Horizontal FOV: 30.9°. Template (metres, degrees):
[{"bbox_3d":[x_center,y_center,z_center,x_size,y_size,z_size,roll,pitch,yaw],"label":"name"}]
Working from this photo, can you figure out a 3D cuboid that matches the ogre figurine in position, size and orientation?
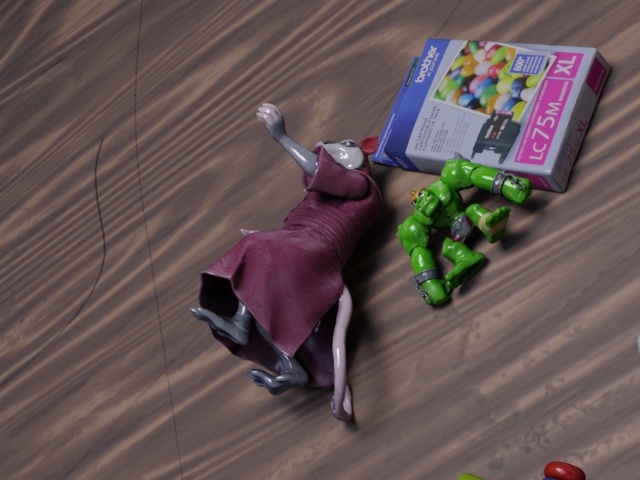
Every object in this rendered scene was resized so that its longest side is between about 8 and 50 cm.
[{"bbox_3d":[0.170,-0.023,1.477,0.118,0.097,0.197,45,128,30],"label":"ogre figurine"}]

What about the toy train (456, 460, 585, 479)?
[{"bbox_3d":[0.195,0.272,1.195,0.143,0.248,0.105,4,69,42],"label":"toy train"}]

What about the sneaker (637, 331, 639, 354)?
[{"bbox_3d":[0.424,0.161,1.192,0.094,0.091,0.258,-15,22,-22],"label":"sneaker"}]

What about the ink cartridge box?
[{"bbox_3d":[0.210,-0.176,1.552,0.311,0.065,0.185,11,72,41],"label":"ink cartridge box"}]

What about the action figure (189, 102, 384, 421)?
[{"bbox_3d":[0.000,0.000,1.501,0.276,0.248,0.370,26,63,16],"label":"action figure"}]
